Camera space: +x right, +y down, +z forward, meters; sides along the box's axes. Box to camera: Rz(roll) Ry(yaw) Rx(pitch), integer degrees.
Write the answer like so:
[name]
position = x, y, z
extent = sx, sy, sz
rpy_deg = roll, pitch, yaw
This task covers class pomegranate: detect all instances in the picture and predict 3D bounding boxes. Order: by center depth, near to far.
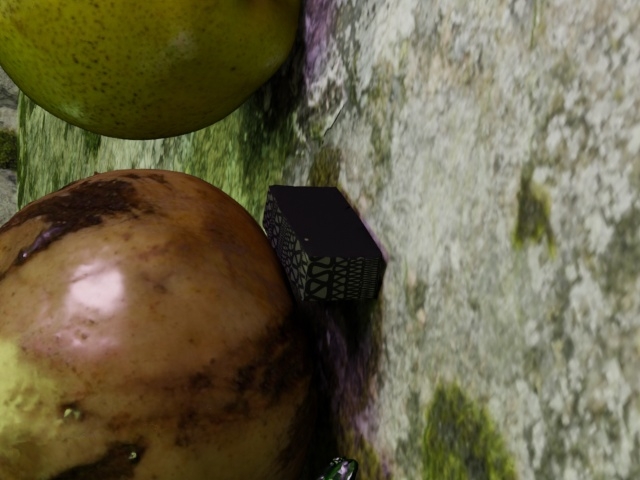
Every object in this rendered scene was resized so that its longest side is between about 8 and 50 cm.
[pomegranate]
position = -0.141, 0.102, 0.907
extent = 0.322, 0.322, 0.322
rpy_deg = -175, 90, -69

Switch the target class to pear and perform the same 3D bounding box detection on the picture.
[pear]
position = -0.166, -0.223, 1.047
extent = 0.294, 0.294, 0.294
rpy_deg = -175, 90, -69

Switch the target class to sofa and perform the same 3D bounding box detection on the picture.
[sofa]
position = 0.000, 0.000, 0.873
extent = 0.118, 0.060, 0.039
rpy_deg = -121, 34, -56

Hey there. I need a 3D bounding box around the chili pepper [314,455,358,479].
[chili pepper]
position = -0.008, 0.229, 0.837
extent = 0.224, 0.061, 0.098
rpy_deg = 128, 147, -53
